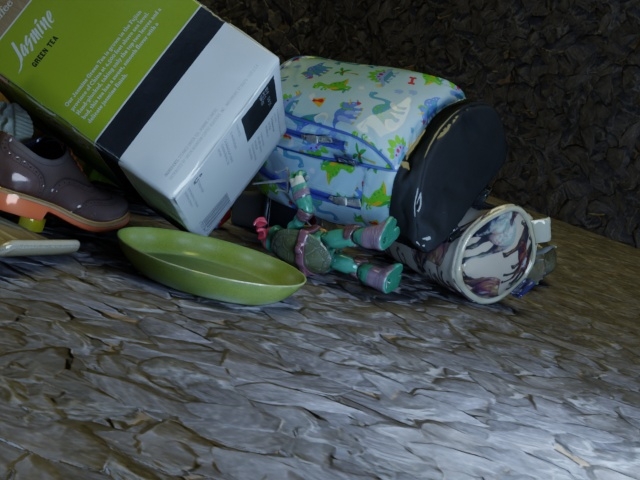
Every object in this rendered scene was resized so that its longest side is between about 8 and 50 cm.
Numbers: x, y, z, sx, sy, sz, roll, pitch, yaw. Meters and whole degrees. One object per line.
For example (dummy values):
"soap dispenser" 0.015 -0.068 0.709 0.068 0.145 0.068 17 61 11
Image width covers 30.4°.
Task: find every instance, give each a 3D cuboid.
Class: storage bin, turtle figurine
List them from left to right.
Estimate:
"storage bin" -0.080 -0.055 1.949 0.091 0.098 0.135 9 4 32
"turtle figurine" -0.001 -0.001 1.675 0.234 0.118 0.175 15 -32 29

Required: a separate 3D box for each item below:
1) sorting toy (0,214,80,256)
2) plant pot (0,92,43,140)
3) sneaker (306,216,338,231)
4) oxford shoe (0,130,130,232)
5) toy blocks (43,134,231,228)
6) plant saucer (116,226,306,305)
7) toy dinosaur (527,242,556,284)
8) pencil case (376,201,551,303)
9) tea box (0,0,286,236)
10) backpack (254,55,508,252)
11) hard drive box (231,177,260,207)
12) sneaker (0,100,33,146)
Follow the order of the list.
"sorting toy" -0.401 -0.018 1.358 0.229 0.041 0.307 20 3 9
"plant pot" -0.525 -0.195 1.708 0.237 0.237 0.254 15 23 -4
"sneaker" 0.000 0.000 1.913 0.042 0.067 0.118 15 39 -19
"oxford shoe" -0.318 -0.072 1.474 0.097 0.098 0.271 21 3 25
"toy blocks" -0.287 -0.136 1.914 0.261 0.190 0.381 24 5 -30
"plant saucer" -0.137 0.034 1.456 0.241 0.037 0.241 14 9 -2
"toy dinosaur" 0.373 0.030 2.190 0.160 0.121 0.313 32 11 23
"pencil case" 0.194 -0.025 1.961 0.184 0.160 0.410 -12 20 -25
"tea box" -0.235 -0.194 1.531 0.323 0.220 0.329 36 -8 6
"backpack" 0.057 -0.146 1.797 0.356 0.273 0.290 4 37 40
"hard drive box" -0.145 -0.140 2.152 0.232 0.089 0.181 11 34 -21
"sneaker" -0.510 -0.100 1.498 0.293 0.102 0.146 -2 -19 -10
